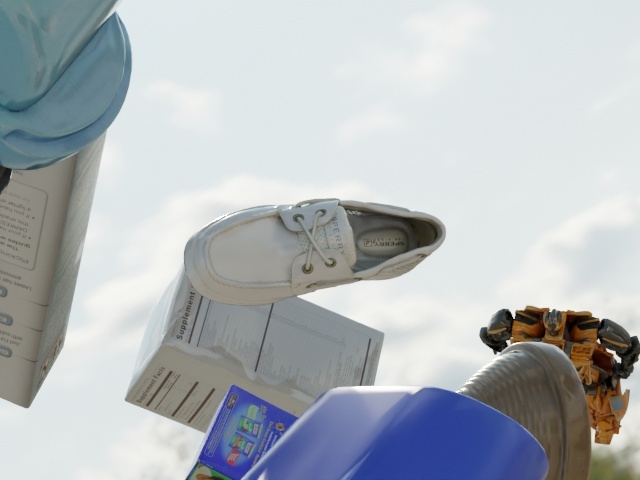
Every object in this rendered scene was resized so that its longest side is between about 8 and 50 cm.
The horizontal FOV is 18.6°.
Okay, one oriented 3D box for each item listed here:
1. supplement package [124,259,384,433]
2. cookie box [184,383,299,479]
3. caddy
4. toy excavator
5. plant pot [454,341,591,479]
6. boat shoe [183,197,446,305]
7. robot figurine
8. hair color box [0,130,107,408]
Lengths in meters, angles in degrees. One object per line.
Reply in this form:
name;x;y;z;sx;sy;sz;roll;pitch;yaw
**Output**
supplement package;-0.073;0.140;2.177;0.244;0.139;0.134;24;-39;-11
cookie box;-0.048;0.186;1.640;0.040;0.107;0.092;-58;6;46
caddy;0.056;0.241;1.385;0.179;0.241;0.341;-50;19;-25
toy excavator;-0.266;-0.268;1.501;0.445;0.433;0.222;-24;25;46
plant pot;0.201;0.229;2.195;0.109;0.237;0.237;5;-27;-22
boat shoe;0.000;0.000;1.916;0.277;0.098;0.096;-9;-7;-33
robot figurine;0.321;0.176;2.586;0.211;0.085;0.291;4;-27;16
hair color box;-0.345;-0.012;2.032;0.114;0.185;0.374;-67;-4;-49
